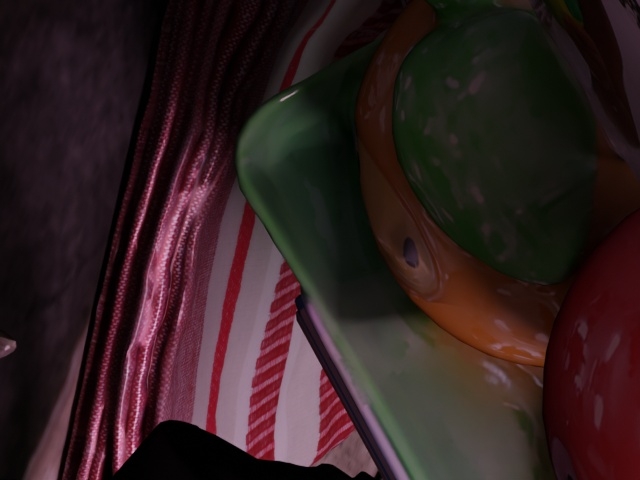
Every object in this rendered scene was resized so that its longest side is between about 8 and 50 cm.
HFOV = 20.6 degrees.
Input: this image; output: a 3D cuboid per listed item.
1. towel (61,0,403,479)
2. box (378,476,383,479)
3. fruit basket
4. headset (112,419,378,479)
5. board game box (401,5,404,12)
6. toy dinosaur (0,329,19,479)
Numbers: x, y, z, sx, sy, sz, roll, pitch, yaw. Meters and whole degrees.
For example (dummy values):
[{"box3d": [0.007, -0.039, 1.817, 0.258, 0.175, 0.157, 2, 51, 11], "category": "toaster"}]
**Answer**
[{"box3d": [0.000, 0.000, 0.696, 0.329, 0.037, 0.237, -26, 132, -68], "category": "towel"}, {"box3d": [0.141, 0.232, 1.131, 0.312, 0.179, 0.343, -53, 154, -45], "category": "box"}, {"box3d": [0.081, 0.036, 0.412, 0.165, 0.327, 0.353, -29, 179, 4], "category": "fruit basket"}, {"box3d": [-0.009, 0.166, 0.347, 0.243, 0.185, 0.394, -59, -164, -26], "category": "headset"}, {"box3d": [0.117, -0.101, 0.672, 0.194, 0.060, 0.194, -17, 129, -41], "category": "board game box"}, {"box3d": [-0.129, 0.076, 0.283, 0.160, 0.121, 0.313, -59, -177, 4], "category": "toy dinosaur"}]
